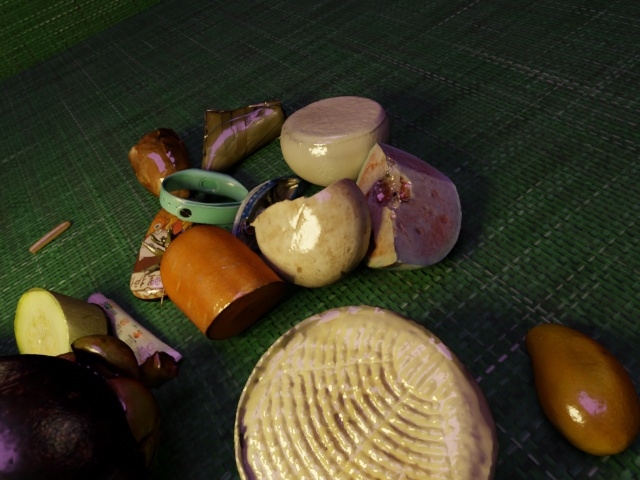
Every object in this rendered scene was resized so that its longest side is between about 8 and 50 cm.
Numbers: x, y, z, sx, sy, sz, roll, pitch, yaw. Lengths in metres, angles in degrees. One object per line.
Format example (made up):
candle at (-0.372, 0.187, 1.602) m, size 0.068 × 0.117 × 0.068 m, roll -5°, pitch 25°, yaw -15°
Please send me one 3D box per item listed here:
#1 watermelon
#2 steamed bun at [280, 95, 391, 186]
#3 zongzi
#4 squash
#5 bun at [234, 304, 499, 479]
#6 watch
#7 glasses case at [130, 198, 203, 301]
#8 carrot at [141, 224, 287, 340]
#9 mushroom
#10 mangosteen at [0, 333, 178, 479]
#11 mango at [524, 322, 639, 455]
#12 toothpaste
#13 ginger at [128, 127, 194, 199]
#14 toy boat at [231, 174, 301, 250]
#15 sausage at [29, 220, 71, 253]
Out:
watermelon at (0.178, -0.046, 1.026) m, size 0.188 × 0.175 × 0.322 m, roll 19°, pitch 59°, yaw -20°
steamed bun at (0.041, -0.240, 1.201) m, size 0.283 × 0.177 × 0.283 m, roll -8°, pitch 38°, yaw 6°
zongzi at (-0.219, -0.271, 1.369) m, size 0.260 × 0.123 × 0.289 m, roll -8°, pitch 57°, yaw 7°
squash at (-0.569, 0.222, 1.002) m, size 0.220 × 0.133 × 0.220 m, roll -10°, pitch 66°, yaw 23°
bun at (0.066, 0.286, 0.702) m, size 0.364 × 0.202 × 0.364 m, roll -6°, pitch 52°, yaw 8°
watch at (-0.289, -0.115, 1.216) m, size 0.237 × 0.068 × 0.195 m, roll 11°, pitch 32°, yaw -13°
glasses case at (-0.375, 0.015, 1.175) m, size 0.122 × 0.082 × 0.321 m, roll -4°, pitch 47°, yaw 8°
carrot at (-0.229, 0.078, 0.996) m, size 0.193 × 0.214 × 0.331 m, roll -26°, pitch 50°, yaw -37°
mushroom at (0.000, 0.000, 0.973) m, size 0.253 × 0.195 × 0.189 m, roll -20°, pitch 83°, yaw 31°
mangosteen at (-0.432, 0.319, 0.734) m, size 0.382 × 0.382 × 0.435 m, roll 4°, pitch 40°, yaw 21°
mango at (0.400, 0.218, 0.733) m, size 0.136 × 0.099 × 0.227 m, roll -17°, pitch 37°, yaw 7°
toothpaste at (-0.426, 0.203, 1.046) m, size 0.314 × 0.058 × 0.056 m, roll 29°, pitch 22°, yaw 32°
ginger at (-0.467, -0.242, 1.384) m, size 0.165 × 0.172 × 0.321 m, roll -49°, pitch 41°, yaw 25°
toy boat at (-0.118, -0.068, 1.139) m, size 0.115 × 0.114 × 0.262 m, roll -1°, pitch 46°, yaw 30°
sausage at (-0.790, -0.011, 1.376) m, size 0.024 × 0.024 × 0.132 m, roll 26°, pitch 62°, yaw 35°
